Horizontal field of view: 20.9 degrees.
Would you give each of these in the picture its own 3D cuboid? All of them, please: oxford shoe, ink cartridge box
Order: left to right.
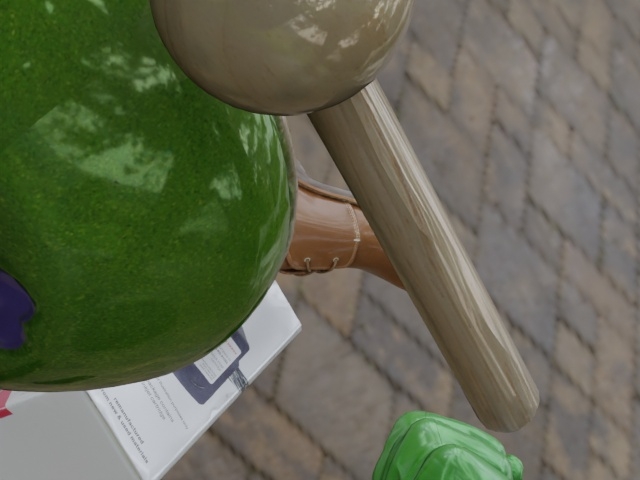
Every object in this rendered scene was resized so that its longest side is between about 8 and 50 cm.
[{"bbox_3d":[-0.149,0.105,1.315,0.100,0.172,0.237,60,37,-11],"label":"ink cartridge box"},{"bbox_3d":[0.000,0.000,1.266,0.212,0.076,0.076,25,62,-16],"label":"oxford shoe"}]

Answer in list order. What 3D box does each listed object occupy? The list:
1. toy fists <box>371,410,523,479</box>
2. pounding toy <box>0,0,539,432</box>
[{"bbox_3d":[0.070,0.188,1.070,0.279,0.096,0.142,85,12,-74],"label":"toy fists"},{"bbox_3d":[-0.086,-0.002,0.402,0.110,0.237,0.183,-57,143,-37],"label":"pounding toy"}]
